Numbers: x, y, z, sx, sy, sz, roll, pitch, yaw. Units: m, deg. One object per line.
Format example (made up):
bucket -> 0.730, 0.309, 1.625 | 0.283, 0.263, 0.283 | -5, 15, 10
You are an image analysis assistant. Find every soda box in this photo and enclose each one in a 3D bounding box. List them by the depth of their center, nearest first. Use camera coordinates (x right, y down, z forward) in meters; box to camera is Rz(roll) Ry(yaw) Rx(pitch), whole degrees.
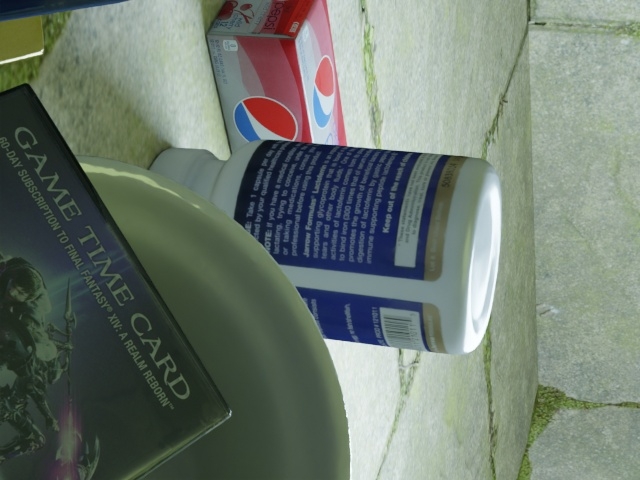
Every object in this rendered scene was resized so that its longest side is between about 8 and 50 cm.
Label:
soda box -> -0.030, -0.101, 1.338 | 0.092, 0.083, 0.263 | -68, 156, -44

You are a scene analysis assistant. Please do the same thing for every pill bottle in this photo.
pill bottle -> 0.000, 0.000, 1.153 | 0.153, 0.264, 0.153 | 6, 90, -75

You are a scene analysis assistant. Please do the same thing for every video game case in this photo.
video game case -> -0.182, 0.057, 0.639 | 0.274, 0.026, 0.196 | -31, 89, -46

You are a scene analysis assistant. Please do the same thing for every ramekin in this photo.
ramekin -> -0.132, 0.107, 0.767 | 0.277, 0.135, 0.277 | 20, 56, -32

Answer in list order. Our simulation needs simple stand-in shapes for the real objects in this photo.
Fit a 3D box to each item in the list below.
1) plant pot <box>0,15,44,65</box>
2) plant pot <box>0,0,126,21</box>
plant pot -> -0.203, -0.127, 0.762 | 0.083, 0.081, 0.081 | -39, 133, -53
plant pot -> -0.168, -0.198, 0.556 | 0.236, 0.235, 0.212 | -76, 158, -68
